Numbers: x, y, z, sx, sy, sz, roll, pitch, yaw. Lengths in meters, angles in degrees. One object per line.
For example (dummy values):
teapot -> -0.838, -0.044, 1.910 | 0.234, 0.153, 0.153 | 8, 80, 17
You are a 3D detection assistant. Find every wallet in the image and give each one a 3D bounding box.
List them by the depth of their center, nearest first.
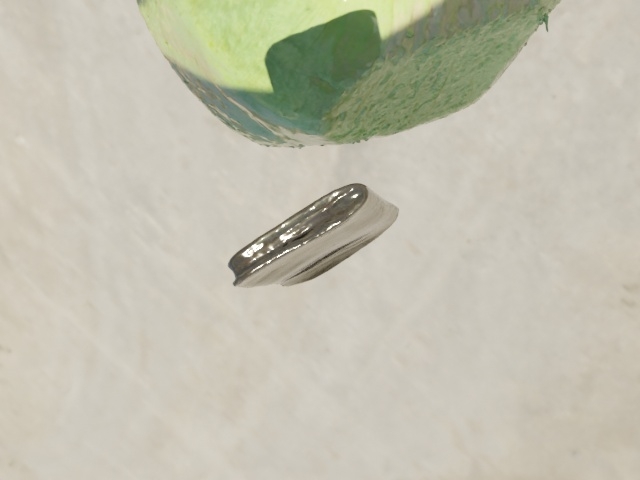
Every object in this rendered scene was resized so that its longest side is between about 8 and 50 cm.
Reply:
wallet -> 0.000, 0.000, 0.626 | 0.018, 0.082, 0.156 | 61, -172, 7

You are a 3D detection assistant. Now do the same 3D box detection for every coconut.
coconut -> 0.022, -0.207, 0.822 | 0.281, 0.328, 0.328 | 44, 161, -13
